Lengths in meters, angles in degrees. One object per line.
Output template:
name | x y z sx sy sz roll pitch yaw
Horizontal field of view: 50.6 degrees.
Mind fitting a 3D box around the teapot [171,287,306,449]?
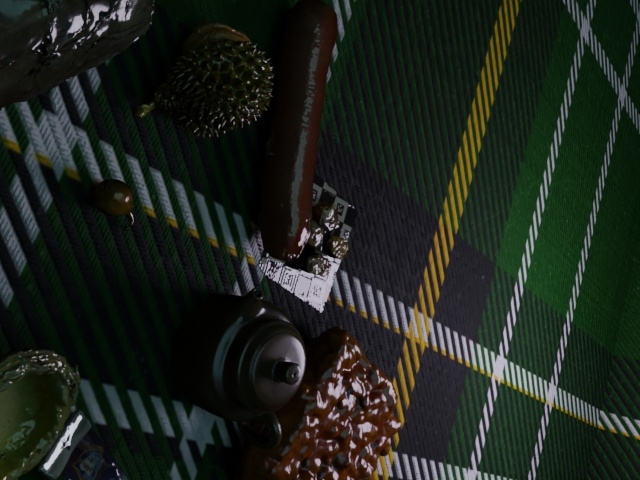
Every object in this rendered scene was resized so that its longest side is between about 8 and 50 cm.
teapot | -0.100 0.194 1.017 0.186 0.175 0.267 -21 111 -42

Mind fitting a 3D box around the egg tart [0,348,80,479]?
egg tart | -0.366 0.197 0.758 0.197 0.078 0.197 -53 158 -32

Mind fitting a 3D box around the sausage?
sausage | -0.040 -0.175 1.091 0.094 0.094 0.418 7 91 -7

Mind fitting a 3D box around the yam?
yam | -0.319 -0.257 0.707 0.271 0.201 0.202 -39 122 -30

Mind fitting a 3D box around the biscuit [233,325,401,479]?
biscuit | 0.013 0.340 1.210 0.312 0.111 0.318 52 58 -36

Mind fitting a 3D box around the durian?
durian | -0.153 -0.201 0.930 0.208 0.102 0.146 -18 149 -17

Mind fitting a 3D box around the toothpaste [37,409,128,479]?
toothpaste | -0.263 0.404 0.947 0.098 0.061 0.392 -68 142 -53

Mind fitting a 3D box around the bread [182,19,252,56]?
bread | -0.145 -0.271 0.976 0.111 0.044 0.083 15 124 -48

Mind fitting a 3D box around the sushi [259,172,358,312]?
sushi | 0.000 0.000 1.197 0.193 0.040 0.210 38 67 -43

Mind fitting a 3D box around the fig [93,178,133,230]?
fig | -0.268 -0.046 0.896 0.050 0.050 0.083 -55 149 -27
